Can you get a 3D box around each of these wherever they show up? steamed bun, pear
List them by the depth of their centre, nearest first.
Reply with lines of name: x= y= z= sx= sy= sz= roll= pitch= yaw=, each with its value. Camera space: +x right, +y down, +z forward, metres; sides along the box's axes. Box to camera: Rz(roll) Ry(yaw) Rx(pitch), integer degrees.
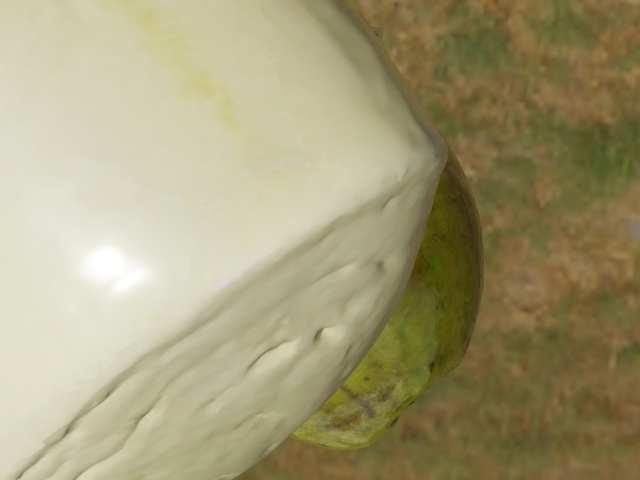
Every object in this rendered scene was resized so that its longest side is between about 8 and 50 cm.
steamed bun: x=-0.173 y=-0.025 z=0.860 sx=0.371 sy=0.290 sz=0.456 roll=57 pitch=150 yaw=9
pear: x=0.000 y=0.000 z=1.883 sx=0.352 sy=0.352 sz=0.413 roll=-31 pitch=87 yaw=49
